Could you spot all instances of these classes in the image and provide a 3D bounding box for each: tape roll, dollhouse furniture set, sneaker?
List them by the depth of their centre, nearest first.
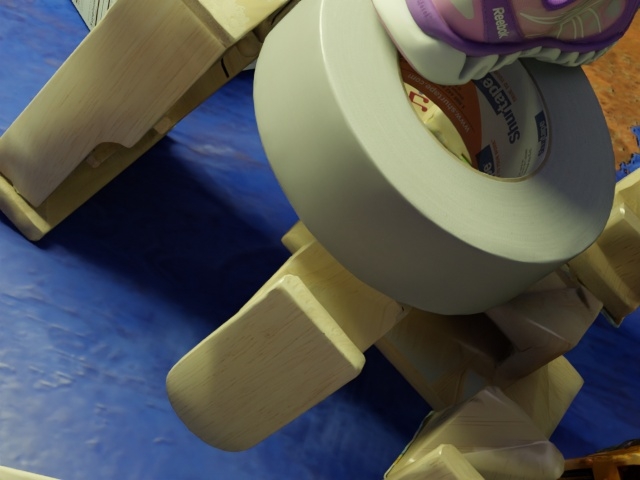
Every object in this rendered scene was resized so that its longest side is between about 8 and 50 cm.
[{"bbox_3d":[0.139,-0.160,0.923,0.236,0.104,0.095,-21,76,-46],"label":"sneaker"},{"bbox_3d":[0.070,-0.068,0.933,0.219,0.072,0.219,22,50,-28],"label":"tape roll"},{"bbox_3d":[0.000,0.000,1.069,0.394,0.256,0.362,48,44,-4],"label":"dollhouse furniture set"}]

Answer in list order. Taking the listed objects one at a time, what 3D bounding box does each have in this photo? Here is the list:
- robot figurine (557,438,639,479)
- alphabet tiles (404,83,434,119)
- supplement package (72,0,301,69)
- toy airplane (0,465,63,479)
[{"bbox_3d":[0.276,0.152,1.013,0.291,0.211,0.085,-10,85,-30],"label":"robot figurine"},{"bbox_3d":[0.103,-0.151,1.375,0.198,0.009,0.237,30,42,7],"label":"alphabet tiles"},{"bbox_3d":[-0.101,-0.253,1.279,0.194,0.149,0.203,-12,52,-29],"label":"supplement package"},{"bbox_3d":[-0.347,0.082,0.738,0.386,0.272,0.384,24,7,21],"label":"toy airplane"}]
